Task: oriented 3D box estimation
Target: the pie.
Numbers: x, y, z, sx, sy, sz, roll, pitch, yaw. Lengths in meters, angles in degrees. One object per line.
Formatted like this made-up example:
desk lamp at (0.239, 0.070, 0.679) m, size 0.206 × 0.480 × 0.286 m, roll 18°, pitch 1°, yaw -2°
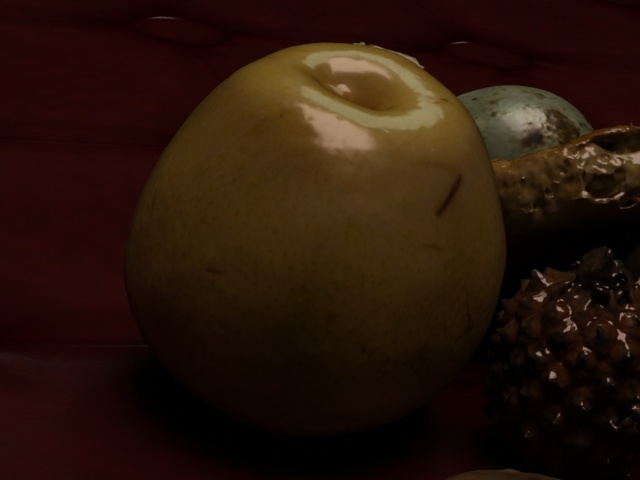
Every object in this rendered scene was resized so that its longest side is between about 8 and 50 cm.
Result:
pie at (0.256, -0.022, 1.477) m, size 0.339 × 0.083 × 0.339 m, roll -11°, pitch -18°, yaw -4°

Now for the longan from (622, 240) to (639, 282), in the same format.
longan at (0.368, 0.068, 1.341) m, size 0.248 × 0.248 × 0.248 m, roll 9°, pitch 21°, yaw -4°

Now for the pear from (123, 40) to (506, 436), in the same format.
pear at (0.000, 0.000, 1.260) m, size 0.309 × 0.309 × 0.309 m, roll 9°, pitch 21°, yaw -4°

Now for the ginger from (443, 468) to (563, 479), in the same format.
ginger at (0.121, 0.255, 0.889) m, size 0.244 × 0.155 × 0.304 m, roll 5°, pitch 29°, yaw -31°

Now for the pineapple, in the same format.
pineapple at (0.208, 0.091, 1.253) m, size 0.166 × 0.193 × 0.166 m, roll 4°, pitch 27°, yaw -2°

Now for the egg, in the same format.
egg at (0.189, -0.084, 1.726) m, size 0.231 × 0.169 × 0.169 m, roll 5°, pitch 19°, yaw 19°
